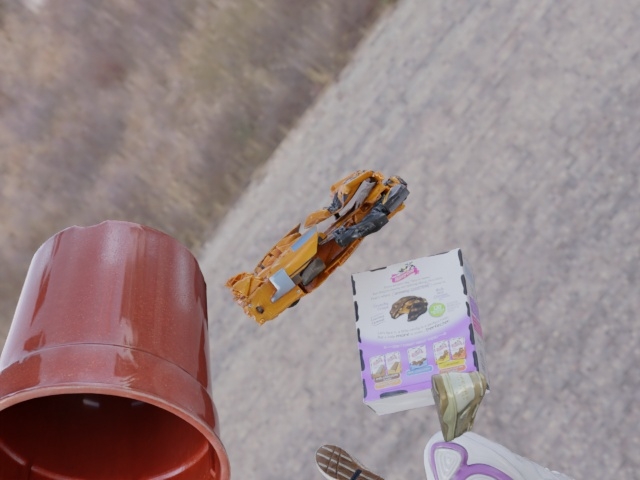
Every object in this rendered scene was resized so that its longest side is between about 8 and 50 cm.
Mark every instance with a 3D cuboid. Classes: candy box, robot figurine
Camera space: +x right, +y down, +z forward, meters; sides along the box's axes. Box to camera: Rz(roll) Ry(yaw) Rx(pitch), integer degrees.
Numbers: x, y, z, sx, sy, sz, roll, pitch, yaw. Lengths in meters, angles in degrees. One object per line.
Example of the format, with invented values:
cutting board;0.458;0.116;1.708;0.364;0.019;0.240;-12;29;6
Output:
candy box;0.137;0.126;1.895;0.165;0.070;0.196;-14;62;17
robot figurine;0.000;0.000;1.917;0.291;0.085;0.211;-42;8;-7

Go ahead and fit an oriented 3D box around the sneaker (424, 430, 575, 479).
sneaker;0.246;0.321;1.635;0.114;0.305;0.152;-49;8;20

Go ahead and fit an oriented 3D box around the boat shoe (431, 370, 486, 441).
boat shoe;0.133;0.154;1.303;0.048;0.056;0.153;-14;-22;1

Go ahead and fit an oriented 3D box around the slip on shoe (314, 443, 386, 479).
slip on shoe;0.048;0.345;2.003;0.135;0.041;0.051;24;62;32

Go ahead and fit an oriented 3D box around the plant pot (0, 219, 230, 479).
plant pot;-0.228;0.138;1.458;0.272;0.272;0.265;-45;31;34
